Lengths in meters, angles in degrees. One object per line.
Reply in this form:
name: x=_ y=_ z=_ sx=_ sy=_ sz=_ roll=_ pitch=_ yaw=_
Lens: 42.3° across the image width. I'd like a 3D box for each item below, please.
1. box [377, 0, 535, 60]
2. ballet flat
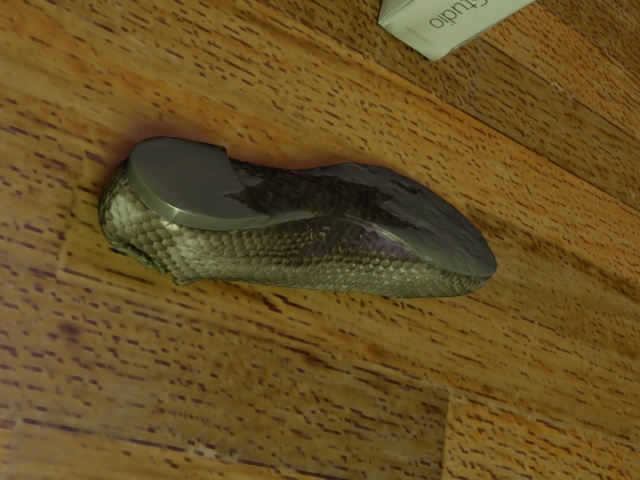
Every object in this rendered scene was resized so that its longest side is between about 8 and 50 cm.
box: x=0.151 y=-0.291 z=0.496 sx=0.058 sy=0.232 sz=0.322 roll=24 pitch=65 yaw=-27
ballet flat: x=0.000 y=0.000 z=0.430 sx=0.250 sy=0.058 sz=0.084 roll=6 pitch=41 yaw=-43
